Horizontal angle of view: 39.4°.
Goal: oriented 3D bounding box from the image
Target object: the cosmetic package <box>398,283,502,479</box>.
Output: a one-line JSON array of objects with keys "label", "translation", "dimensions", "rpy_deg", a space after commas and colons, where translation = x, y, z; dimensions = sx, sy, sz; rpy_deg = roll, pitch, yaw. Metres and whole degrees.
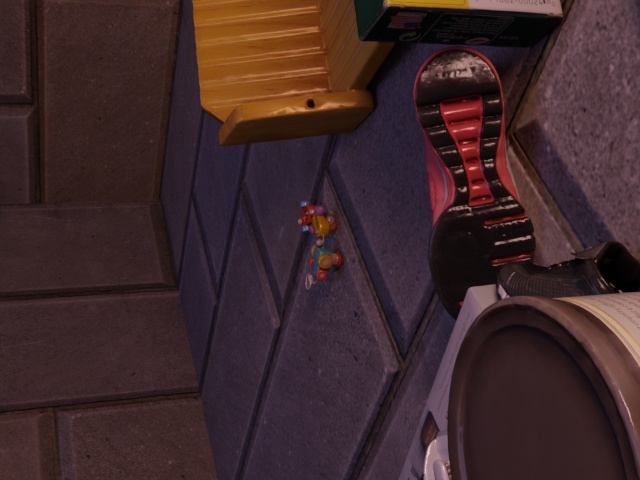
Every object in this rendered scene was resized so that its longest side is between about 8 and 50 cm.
[{"label": "cosmetic package", "translation": [0.204, 0.278, 0.963], "dimensions": [0.284, 0.097, 0.377], "rpy_deg": [-118, 32, -46]}]

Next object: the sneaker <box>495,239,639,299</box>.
[{"label": "sneaker", "translation": [0.249, 0.044, 0.832], "dimensions": [0.234, 0.078, 0.106], "rpy_deg": [-143, 56, -61]}]

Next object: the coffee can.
[{"label": "coffee can", "translation": [0.245, 0.125, 0.542], "dimensions": [0.201, 0.275, 0.201], "rpy_deg": [177, 90, -71]}]

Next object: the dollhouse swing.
[{"label": "dollhouse swing", "translation": [-0.056, -0.367, 1.364], "dimensions": [0.305, 0.315, 0.347], "rpy_deg": [80, -176, -78]}]

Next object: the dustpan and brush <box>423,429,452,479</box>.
[{"label": "dustpan and brush", "translation": [0.141, 0.296, 0.906], "dimensions": [0.147, 0.060, 0.211], "rpy_deg": [136, 128, -64]}]

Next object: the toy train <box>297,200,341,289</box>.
[{"label": "toy train", "translation": [0.000, 0.000, 1.591], "dimensions": [0.125, 0.046, 0.166], "rpy_deg": [133, 134, -66]}]

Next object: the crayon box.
[{"label": "crayon box", "translation": [0.125, -0.365, 0.941], "dimensions": [0.081, 0.202, 0.318], "rpy_deg": [141, 125, -67]}]

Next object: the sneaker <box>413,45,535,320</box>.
[{"label": "sneaker", "translation": [0.178, -0.062, 1.019], "dimensions": [0.136, 0.116, 0.314], "rpy_deg": [-44, -52, -76]}]
